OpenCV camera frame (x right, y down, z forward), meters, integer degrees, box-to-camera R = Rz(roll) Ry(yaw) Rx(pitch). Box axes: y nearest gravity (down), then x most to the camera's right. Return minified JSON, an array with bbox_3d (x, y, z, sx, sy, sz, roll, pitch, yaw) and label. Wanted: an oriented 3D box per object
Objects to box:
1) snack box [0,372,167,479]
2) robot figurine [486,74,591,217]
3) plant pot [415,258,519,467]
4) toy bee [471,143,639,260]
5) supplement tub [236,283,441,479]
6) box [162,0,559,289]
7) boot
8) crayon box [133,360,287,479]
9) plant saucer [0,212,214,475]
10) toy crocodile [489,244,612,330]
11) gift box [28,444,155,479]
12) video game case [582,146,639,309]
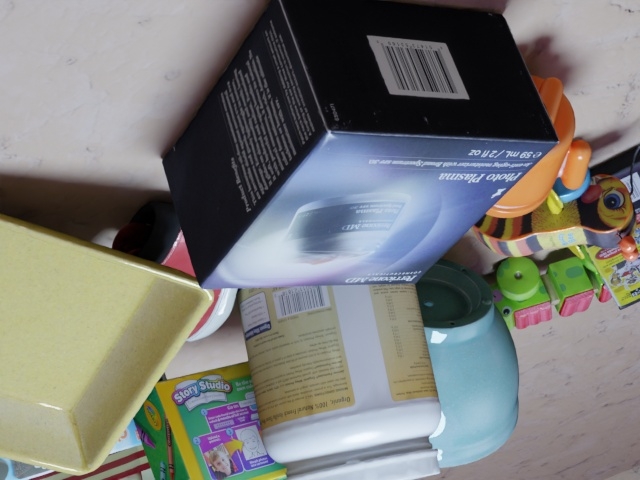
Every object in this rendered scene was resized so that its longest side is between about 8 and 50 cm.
[{"bbox_3d":[-0.362,0.264,1.858,0.322,0.060,0.187,-16,-170,-7],"label":"snack box"},{"bbox_3d":[0.223,-0.110,1.575,0.158,0.128,0.219,-16,152,-13],"label":"robot figurine"},{"bbox_3d":[0.145,0.148,1.887,0.293,0.293,0.196,-10,126,-19],"label":"plant pot"},{"bbox_3d":[0.337,-0.040,1.731,0.298,0.162,0.195,-33,144,29],"label":"toy bee"},{"bbox_3d":[0.025,0.156,1.686,0.228,0.316,0.228,-10,169,-2],"label":"supplement tub"},{"bbox_3d":[0.036,-0.092,1.421,0.296,0.183,0.294,0,149,-33],"label":"box"},{"bbox_3d":[-0.185,0.037,1.628,0.176,0.088,0.244,-2,141,-30],"label":"boot"},{"bbox_3d":[-0.095,0.249,1.775,0.278,0.165,0.081,-9,158,-38],"label":"crayon box"},{"bbox_3d":[-0.341,0.101,1.517,0.333,0.081,0.333,20,121,-27],"label":"plant saucer"},{"bbox_3d":[0.368,0.071,2.042,0.340,0.105,0.115,-18,154,-3],"label":"toy crocodile"},{"bbox_3d":[-0.276,0.385,2.046,0.258,0.255,0.276,-21,148,6],"label":"gift box"},{"bbox_3d":[0.499,-0.043,1.884,0.275,0.035,0.248,-27,128,13],"label":"video game case"}]
